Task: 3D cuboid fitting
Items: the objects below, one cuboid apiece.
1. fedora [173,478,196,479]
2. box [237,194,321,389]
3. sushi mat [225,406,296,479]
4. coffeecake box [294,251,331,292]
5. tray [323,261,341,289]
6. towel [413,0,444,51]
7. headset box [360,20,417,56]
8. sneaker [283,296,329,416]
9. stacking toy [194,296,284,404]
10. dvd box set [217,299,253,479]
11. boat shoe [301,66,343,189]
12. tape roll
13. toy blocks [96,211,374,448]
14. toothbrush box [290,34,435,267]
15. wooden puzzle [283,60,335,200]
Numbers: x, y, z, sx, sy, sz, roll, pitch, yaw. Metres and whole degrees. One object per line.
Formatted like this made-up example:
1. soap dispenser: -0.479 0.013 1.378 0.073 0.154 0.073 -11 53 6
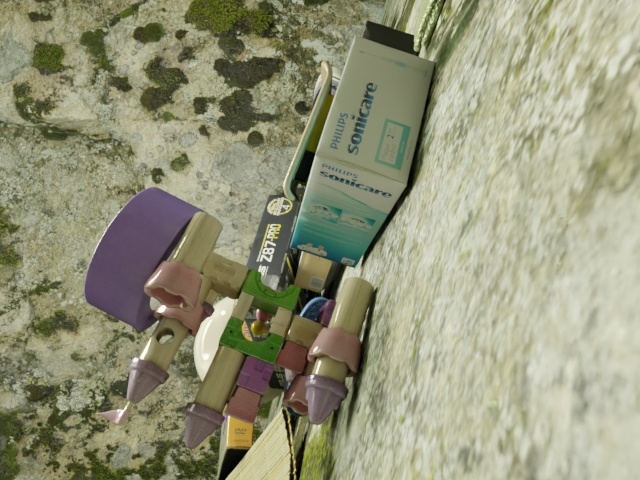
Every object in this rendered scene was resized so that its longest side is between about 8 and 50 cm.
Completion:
1. fedora: -0.167 0.519 0.790 0.152 0.334 0.334 15 -89 -62
2. box: -0.084 0.135 1.298 0.395 0.097 0.318 80 -165 -46
3. sushi mat: -0.126 0.472 1.022 0.316 0.019 0.151 -57 29 33
4. coffeecake box: 0.000 0.000 1.194 0.142 0.068 0.185 106 178 -45
5. tray: 0.053 -0.008 1.215 0.270 0.030 0.145 109 175 -49
6. towel: 0.182 -0.390 0.847 0.110 0.027 0.148 -79 5 -51
7. headset box: 0.099 -0.287 1.047 0.293 0.110 0.218 -93 19 -83
8. sneaker: -0.026 0.211 1.001 0.090 0.081 0.232 -126 51 -78
9. stacking toy: -0.188 0.387 1.792 0.480 0.350 0.351 61 -138 -69
10. dvd box set: -0.207 0.357 1.330 0.308 0.062 0.420 110 163 -50
11. boat shoe: 0.015 -0.252 1.305 0.158 0.127 0.340 -60 -16 -27
12. tape roll: -0.238 0.025 0.740 0.189 0.080 0.189 -63 -1 -3
13. toy blocks: -0.112 0.175 0.740 0.309 0.288 0.260 117 174 -61
14. toothbrush box: 0.053 -0.119 0.810 0.295 0.126 0.216 110 178 -64
15. wooden puzzle: -0.013 -0.185 0.969 0.221 0.044 0.239 -79 6 -87
